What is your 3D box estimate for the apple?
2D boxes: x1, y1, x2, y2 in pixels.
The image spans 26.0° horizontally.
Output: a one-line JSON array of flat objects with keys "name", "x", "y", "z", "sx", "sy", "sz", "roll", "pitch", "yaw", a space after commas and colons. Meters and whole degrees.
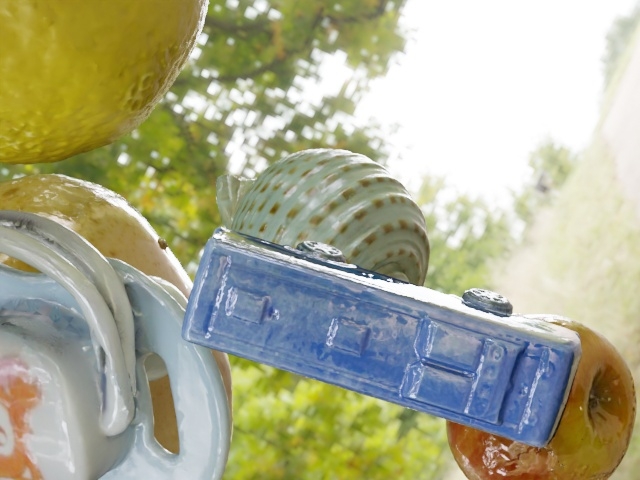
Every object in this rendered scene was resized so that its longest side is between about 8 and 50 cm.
[{"name": "apple", "x": 0.161, "y": 0.122, "z": 1.005, "sx": 0.146, "sy": 0.146, "sz": 0.146, "roll": -55, "pitch": -16, "yaw": -25}]

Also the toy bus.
[{"name": "toy bus", "x": 0.036, "y": 0.060, "z": 0.821, "sx": 0.094, "sy": 0.236, "sz": 0.079, "roll": -60, "pitch": -14, "yaw": -78}]

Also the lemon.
[{"name": "lemon", "x": -0.207, "y": -0.187, "z": 0.958, "sx": 0.293, "sy": 0.293, "sz": 0.293, "roll": -55, "pitch": -16, "yaw": -25}]

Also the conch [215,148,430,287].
[{"name": "conch", "x": 0.004, "y": -0.003, "z": 1.039, "sx": 0.172, "sy": 0.200, "sz": 0.131, "roll": -28, "pitch": -17, "yaw": -29}]

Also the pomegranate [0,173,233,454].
[{"name": "pomegranate", "x": -0.284, "y": 0.136, "z": 1.309, "sx": 0.417, "sy": 0.416, "sz": 0.417, "roll": -55, "pitch": -16, "yaw": -25}]

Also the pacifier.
[{"name": "pacifier", "x": -0.176, "y": 0.080, "z": 1.037, "sx": 0.233, "sy": 0.299, "sz": 0.244, "roll": -30, "pitch": -59, "yaw": -60}]
